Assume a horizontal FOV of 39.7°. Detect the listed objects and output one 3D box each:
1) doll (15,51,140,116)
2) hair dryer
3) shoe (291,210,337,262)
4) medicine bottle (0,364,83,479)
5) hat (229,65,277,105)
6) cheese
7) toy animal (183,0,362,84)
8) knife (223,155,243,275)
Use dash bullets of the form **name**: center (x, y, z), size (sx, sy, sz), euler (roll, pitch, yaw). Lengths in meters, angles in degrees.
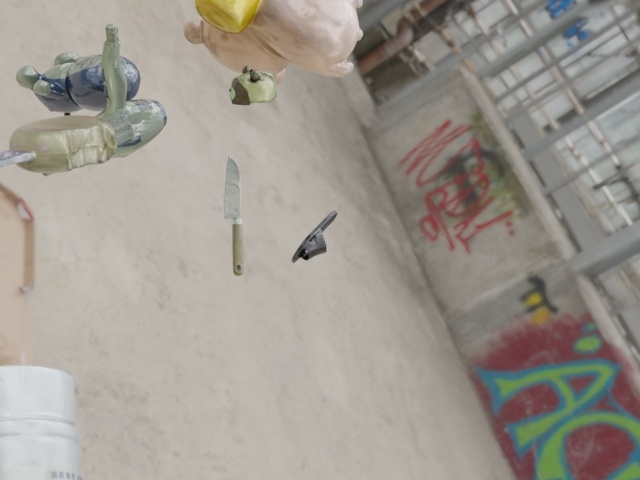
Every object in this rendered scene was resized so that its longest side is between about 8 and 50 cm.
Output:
- **doll**: center (-0.549, -0.371, 2.070), size (0.228, 0.258, 0.154), euler (-39, 118, -56)
- **hair dryer**: center (-0.479, -0.257, 1.832), size (0.119, 0.296, 0.298), euler (35, -20, 33)
- **shoe**: center (0.000, 0.000, 2.020), size (0.053, 0.159, 0.062), euler (37, -21, 6)
- **medicine bottle**: center (-0.389, 0.328, 1.093), size (0.190, 0.190, 0.332), euler (30, 43, -55)
- **hat**: center (-0.112, -0.258, 1.473), size (0.077, 0.076, 0.059), euler (-80, 170, -72)
- **cheese**: center (-0.481, -0.155, 1.528), size (0.286, 0.163, 0.082), euler (-35, 127, -59)
- **toy animal**: center (-0.093, -0.445, 1.805), size (0.345, 0.247, 0.278), euler (18, 54, -7)
- **knife**: center (-0.213, -0.062, 2.164), size (0.017, 0.047, 0.298), euler (118, -29, -84)
